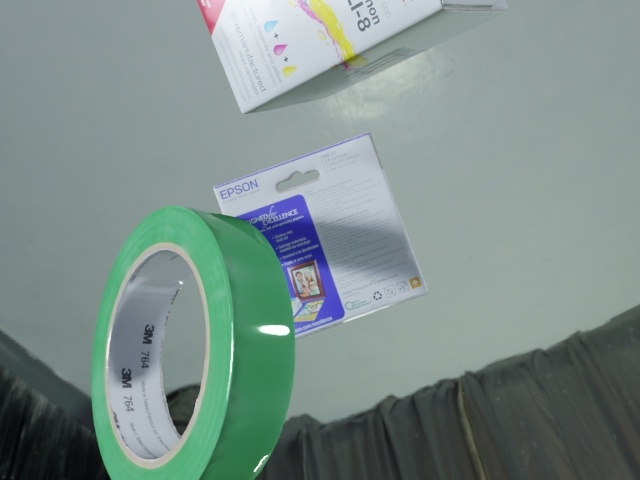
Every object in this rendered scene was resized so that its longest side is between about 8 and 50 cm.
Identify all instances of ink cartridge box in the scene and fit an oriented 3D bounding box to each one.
[{"bbox_3d":[0.000,0.000,0.770,0.206,0.208,0.045,-19,175,-1],"label":"ink cartridge box"},{"bbox_3d":[0.019,-0.187,0.457,0.176,0.127,0.128,-18,96,37],"label":"ink cartridge box"}]

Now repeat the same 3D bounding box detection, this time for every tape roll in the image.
[{"bbox_3d":[-0.156,0.125,0.707,0.077,0.321,0.321,10,132,-41],"label":"tape roll"}]
